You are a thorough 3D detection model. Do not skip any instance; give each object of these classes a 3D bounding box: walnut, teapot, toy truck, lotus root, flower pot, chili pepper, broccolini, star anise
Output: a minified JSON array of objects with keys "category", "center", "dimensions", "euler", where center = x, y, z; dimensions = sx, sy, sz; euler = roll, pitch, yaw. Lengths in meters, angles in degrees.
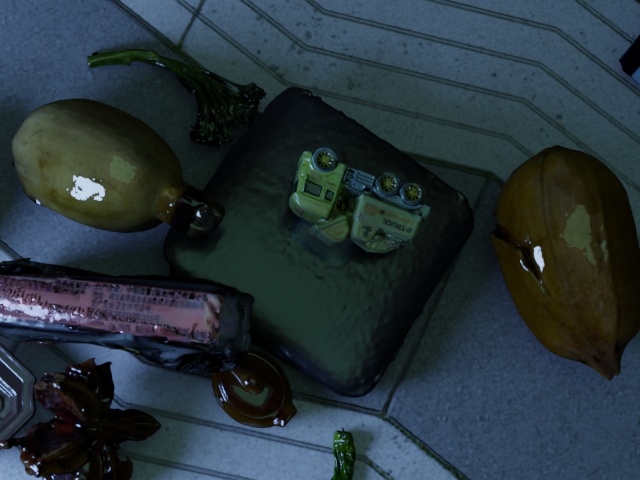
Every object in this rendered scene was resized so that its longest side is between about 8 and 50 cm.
[{"category":"walnut","center":[0.353,0.034,1.949],"dimensions":[0.209,0.209,0.336],"euler":[-13,77,-11]},{"category":"teapot","center":[-0.089,0.203,1.902],"dimensions":[0.129,0.078,0.098],"euler":[44,74,6]},{"category":"toy truck","center":[0.048,-0.042,1.898],"dimensions":[0.191,0.085,0.116],"euler":[20,79,-6]},{"category":"lotus root","center":[-0.273,-0.086,1.886],"dimensions":[0.310,0.183,0.183],"euler":[25,71,20]},{"category":"flower pot","center":[-0.502,0.189,1.847],"dimensions":[0.251,0.084,0.179],"euler":[42,74,6]},{"category":"chili pepper","center":[0.030,0.303,1.919],"dimensions":[0.030,0.034,0.091],"euler":[-2,72,26]},{"category":"broccolini","center":[-0.221,-0.206,2.012],"dimensions":[0.271,0.062,0.123],"euler":[18,55,8]},{"category":"star anise","center":[-0.314,0.243,1.813],"dimensions":[0.125,0.220,0.190],"euler":[17,60,41]}]

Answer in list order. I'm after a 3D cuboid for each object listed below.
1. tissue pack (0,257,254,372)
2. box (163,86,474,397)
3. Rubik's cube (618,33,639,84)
[{"category":"tissue pack","center":[-0.260,0.097,1.790],"dimensions":[0.332,0.245,0.123],"euler":[6,87,7]},{"category":"box","center":[0.000,0.000,1.968],"dimensions":[0.359,0.091,0.350],"euler":[34,74,2]},{"category":"Rubik's cube","center":[0.656,-0.316,2.047],"dimensions":[0.288,0.293,0.283],"euler":[37,70,5]}]
